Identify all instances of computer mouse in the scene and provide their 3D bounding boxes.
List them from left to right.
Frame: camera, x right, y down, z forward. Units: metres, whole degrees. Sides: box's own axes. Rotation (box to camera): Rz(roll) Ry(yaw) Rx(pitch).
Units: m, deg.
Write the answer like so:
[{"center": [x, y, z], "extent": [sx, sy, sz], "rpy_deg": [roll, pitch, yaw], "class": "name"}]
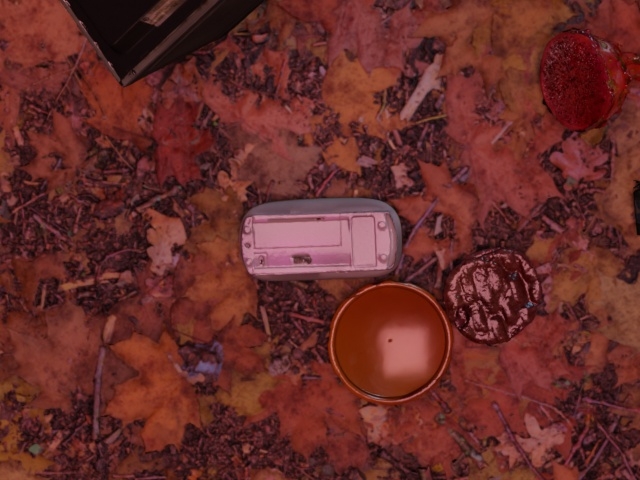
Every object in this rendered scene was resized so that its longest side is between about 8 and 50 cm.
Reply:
[{"center": [0.000, 0.000, 1.763], "extent": [0.245, 0.056, 0.126], "rpy_deg": [-3, 98, 5], "class": "computer mouse"}]

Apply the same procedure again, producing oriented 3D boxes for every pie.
[{"center": [0.257, 0.082, 1.761], "extent": [0.153, 0.038, 0.153], "rpy_deg": [0, 95, -3], "class": "pie"}]

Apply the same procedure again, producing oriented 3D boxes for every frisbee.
[{"center": [0.105, 0.154, 1.786], "extent": [0.192, 0.035, 0.192], "rpy_deg": [0, 94, -3], "class": "frisbee"}]

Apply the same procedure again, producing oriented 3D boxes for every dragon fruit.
[{"center": [0.397, -0.233, 1.684], "extent": [0.111, 0.153, 0.153], "rpy_deg": [-13, 98, -27], "class": "dragon fruit"}]

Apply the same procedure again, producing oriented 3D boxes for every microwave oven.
[{"center": [-0.155, -0.410, 1.548], "extent": [0.355, 0.286, 0.218], "rpy_deg": [-32, 94, 41], "class": "microwave oven"}]

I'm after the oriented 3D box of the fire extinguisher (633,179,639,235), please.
[{"center": [0.478, -0.051, 1.735], "extent": [0.038, 0.025, 0.083], "rpy_deg": [-13, 99, -32], "class": "fire extinguisher"}]
